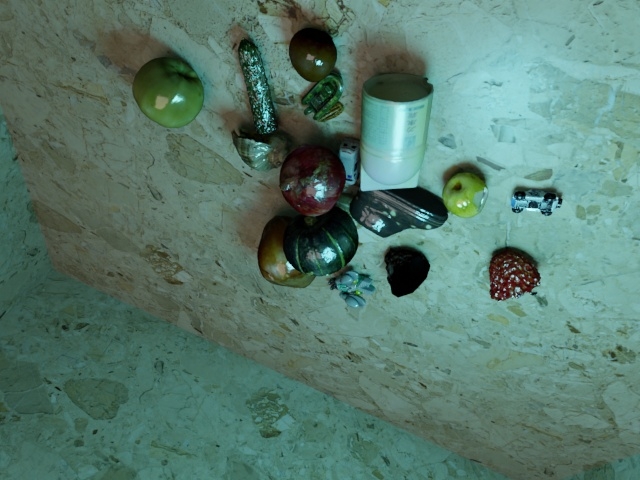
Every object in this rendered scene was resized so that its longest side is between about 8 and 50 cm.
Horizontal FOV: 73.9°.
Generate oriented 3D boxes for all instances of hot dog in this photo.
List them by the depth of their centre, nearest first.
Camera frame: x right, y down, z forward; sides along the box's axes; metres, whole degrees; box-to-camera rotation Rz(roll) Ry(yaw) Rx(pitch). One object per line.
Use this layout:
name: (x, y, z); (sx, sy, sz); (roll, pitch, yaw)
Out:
hot dog: (0.036, -0.485, 1.622); (0.122, 0.037, 0.049); (-22, 116, 37)

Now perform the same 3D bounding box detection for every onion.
onion: (-0.038, -0.232, 1.635); (0.276, 0.276, 0.276); (13, 135, 13)

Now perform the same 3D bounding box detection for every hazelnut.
hazelnut: (-0.157, 0.059, 2.036); (0.315, 0.372, 0.373); (-17, 131, -21)

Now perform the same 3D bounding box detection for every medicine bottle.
medicine bottle: (0.256, -0.350, 1.506); (0.235, 0.236, 0.406); (11, 134, 15)

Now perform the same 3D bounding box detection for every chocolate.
chocolate: (-0.029, -0.617, 1.440); (0.176, 0.177, 0.177); (13, 135, 13)
chocolate: (0.379, 0.117, 1.997); (0.177, 0.206, 0.224); (49, 143, 44)

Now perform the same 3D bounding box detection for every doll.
doll: (0.157, 0.255, 2.192); (0.195, 0.153, 0.258); (49, 138, -4)

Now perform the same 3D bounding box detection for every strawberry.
strawberry: (0.783, 0.138, 1.772); (0.233, 0.234, 0.178); (-27, 96, 40)

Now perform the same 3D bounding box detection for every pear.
pear: (0.551, -0.167, 1.607); (0.177, 0.178, 0.178); (13, 135, 13)

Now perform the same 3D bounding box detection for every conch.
conch: (-0.250, -0.364, 1.756); (0.291, 0.210, 0.159); (20, 121, 26)

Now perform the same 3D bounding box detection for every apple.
apple: (-0.595, -0.578, 1.669); (0.262, 0.262, 0.262); (13, 135, 13)

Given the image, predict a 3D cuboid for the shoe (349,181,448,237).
shoe: (0.311, -0.110, 1.755); (0.383, 0.171, 0.237); (23, 130, 4)

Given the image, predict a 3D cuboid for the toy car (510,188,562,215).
toy car: (0.799, -0.145, 1.575); (0.170, 0.070, 0.080); (7, 133, 21)

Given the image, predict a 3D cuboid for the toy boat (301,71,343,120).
toy boat: (0.010, -0.535, 1.570); (0.210, 0.052, 0.104); (-33, 94, 43)

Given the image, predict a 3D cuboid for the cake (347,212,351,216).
cake: (0.072, -0.065, 2.006); (0.109, 0.090, 0.225); (22, 155, 1)

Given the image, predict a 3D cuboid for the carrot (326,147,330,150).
carrot: (-0.055, -0.316, 1.806); (0.260, 0.070, 0.070); (-22, 120, 40)

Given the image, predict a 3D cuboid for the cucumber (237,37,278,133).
cucumber: (-0.242, -0.585, 1.616); (0.096, 0.096, 0.360); (5, 131, 20)

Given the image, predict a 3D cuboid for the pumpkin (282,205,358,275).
pumpkin: (0.000, 0.000, 1.762); (0.323, 0.323, 0.241); (-1, 133, 25)

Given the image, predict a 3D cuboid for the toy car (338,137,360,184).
toy car: (0.111, -0.300, 1.712); (0.089, 0.108, 0.210); (16, 136, 10)
